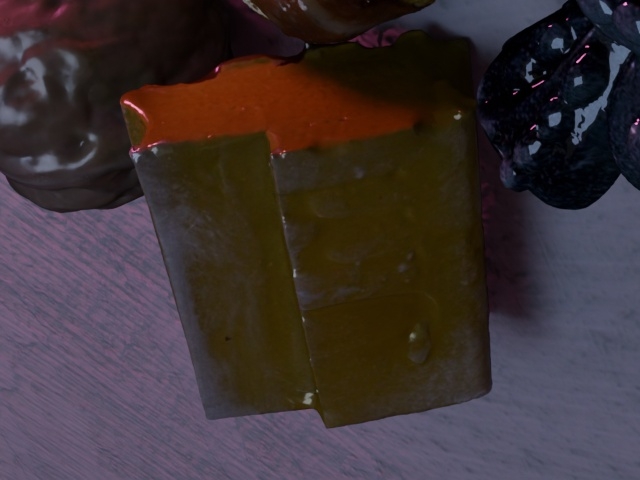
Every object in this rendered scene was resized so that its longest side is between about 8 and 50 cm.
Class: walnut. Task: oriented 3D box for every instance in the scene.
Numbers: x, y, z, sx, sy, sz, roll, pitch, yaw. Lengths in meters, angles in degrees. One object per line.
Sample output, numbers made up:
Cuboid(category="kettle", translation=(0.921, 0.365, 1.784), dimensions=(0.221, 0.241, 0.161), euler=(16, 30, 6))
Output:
Cuboid(category="walnut", translation=(-0.181, -0.147, 1.065), dimensions=(0.248, 0.248, 0.248), euler=(30, 142, 27))

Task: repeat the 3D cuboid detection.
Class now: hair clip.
Cuboid(category="hair clip", translation=(0.201, -0.138, 0.700), dimensions=(0.206, 0.194, 0.310), euler=(42, 150, 32))

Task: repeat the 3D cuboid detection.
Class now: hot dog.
Cuboid(category="hot dog", translation=(0.015, -0.183, 0.900), dimensions=(0.261, 0.123, 0.093), euler=(3, 100, 47))

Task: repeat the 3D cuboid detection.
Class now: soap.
Cuboid(category="soap", translation=(0.000, 0.000, 0.995), dimensions=(0.259, 0.143, 0.281), euler=(-8, 130, 5))
